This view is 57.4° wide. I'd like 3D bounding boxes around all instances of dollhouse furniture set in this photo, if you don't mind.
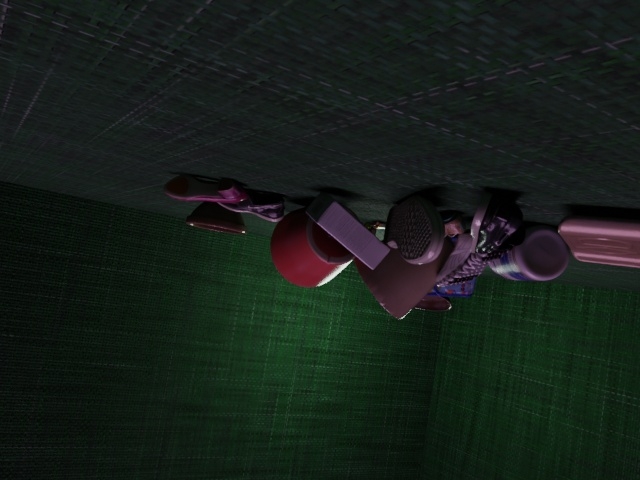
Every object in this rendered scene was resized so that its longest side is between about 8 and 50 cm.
[{"bbox_3d":[0.207,-0.033,2.147,0.076,0.058,0.152,10,175,-17],"label":"dollhouse furniture set"}]

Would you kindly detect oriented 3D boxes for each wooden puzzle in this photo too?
[{"bbox_3d":[0.739,-0.006,1.346,0.322,0.080,0.348,6,170,29],"label":"wooden puzzle"}]

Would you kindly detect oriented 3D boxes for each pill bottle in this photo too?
[{"bbox_3d":[0.587,0.039,1.690,0.153,0.153,0.265,10,176,-5],"label":"pill bottle"}]

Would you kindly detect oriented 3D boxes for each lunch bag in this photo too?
[{"bbox_3d":[0.423,0.080,2.047,0.293,0.220,0.138,4,-163,3],"label":"lunch bag"}]

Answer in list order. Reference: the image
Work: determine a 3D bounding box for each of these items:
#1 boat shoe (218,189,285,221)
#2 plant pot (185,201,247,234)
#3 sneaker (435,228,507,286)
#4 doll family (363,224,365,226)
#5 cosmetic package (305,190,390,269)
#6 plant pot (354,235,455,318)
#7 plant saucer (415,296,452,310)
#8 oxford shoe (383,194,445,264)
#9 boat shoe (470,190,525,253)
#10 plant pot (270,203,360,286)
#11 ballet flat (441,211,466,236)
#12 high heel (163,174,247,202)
[{"bbox_3d":[-0.224,-0.132,1.849,0.233,0.084,0.079,15,138,8],"label":"boat shoe"},{"bbox_3d":[-0.399,-0.097,2.284,0.238,0.109,0.237,9,174,1],"label":"plant pot"},{"bbox_3d":[0.426,0.042,1.695,0.110,0.118,0.292,-6,153,-31],"label":"sneaker"},{"bbox_3d":[0.108,-0.006,2.310,0.163,0.118,0.263,10,175,-13],"label":"doll family"},{"bbox_3d":[0.077,-0.028,1.632,0.231,0.085,0.117,38,-176,-26],"label":"cosmetic package"},{"bbox_3d":[0.293,0.069,1.864,0.274,0.256,0.256,-37,159,15],"label":"plant pot"},{"bbox_3d":[0.362,0.203,2.282,0.311,0.050,0.310,16,162,5],"label":"plant saucer"},{"bbox_3d":[0.263,-0.025,1.502,0.130,0.169,0.449,13,-178,-4],"label":"oxford shoe"},{"bbox_3d":[0.425,-0.027,1.373,0.113,0.127,0.340,20,170,19],"label":"boat shoe"},{"bbox_3d":[0.000,0.000,1.878,0.275,0.274,0.243,11,164,-20],"label":"plant pot"},{"bbox_3d":[0.350,-0.036,1.683,0.067,0.073,0.206,54,168,-8],"label":"ballet flat"},{"bbox_3d":[-0.344,-0.146,1.758,0.244,0.082,0.117,-5,162,16],"label":"high heel"}]
